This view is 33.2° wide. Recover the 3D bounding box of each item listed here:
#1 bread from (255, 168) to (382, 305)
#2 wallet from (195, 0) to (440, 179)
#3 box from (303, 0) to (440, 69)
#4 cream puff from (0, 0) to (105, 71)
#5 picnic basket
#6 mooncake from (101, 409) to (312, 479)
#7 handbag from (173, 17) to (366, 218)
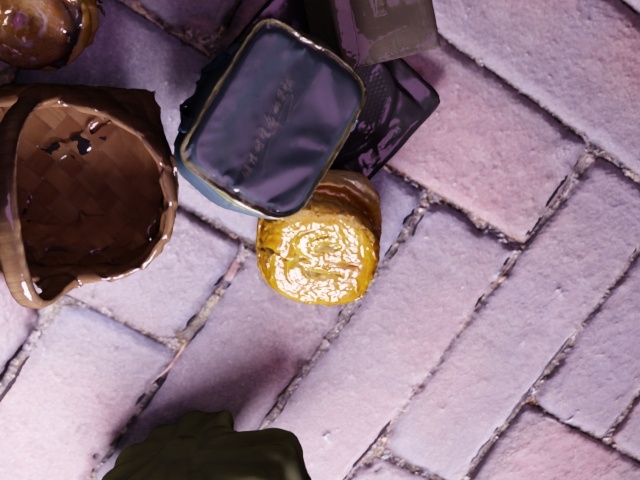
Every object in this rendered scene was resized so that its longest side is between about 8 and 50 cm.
[{"bbox_3d":[-0.003,-0.001,1.694,0.198,0.120,0.236,2,121,-3],"label":"bread"},{"bbox_3d":[0.004,-0.228,1.660,0.323,0.041,0.247,40,94,-23],"label":"wallet"},{"bbox_3d":[0.060,-0.372,1.533,0.149,0.155,0.231,-16,105,-13],"label":"box"},{"bbox_3d":[-0.383,-0.318,1.433,0.189,0.129,0.189,2,134,2],"label":"cream puff"},{"bbox_3d":[-0.364,-0.054,1.414,0.337,0.337,0.293,-8,113,-16],"label":"picnic basket"},{"bbox_3d":[-0.190,0.414,1.686,0.351,0.351,0.187,-23,117,-9],"label":"mooncake"},{"bbox_3d":[-0.076,-0.161,1.495,0.222,0.241,0.263,33,89,-13],"label":"handbag"}]
